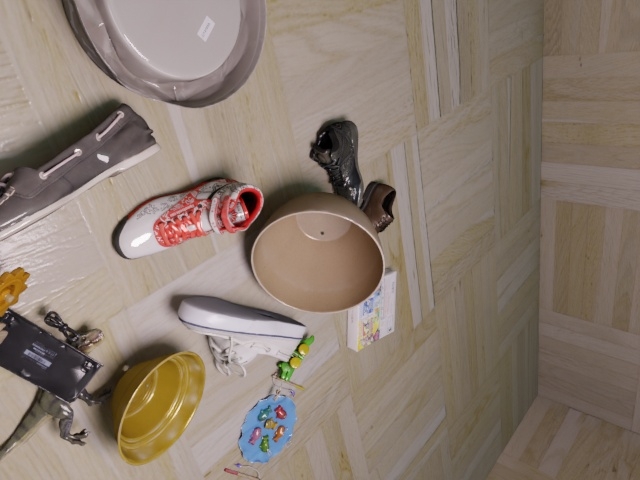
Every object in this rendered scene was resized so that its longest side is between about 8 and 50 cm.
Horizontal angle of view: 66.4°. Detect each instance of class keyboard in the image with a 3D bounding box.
[{"bbox_3d":[-0.439,0.171,0.782,0.180,0.023,0.108,42,76,-24],"label":"keyboard"}]

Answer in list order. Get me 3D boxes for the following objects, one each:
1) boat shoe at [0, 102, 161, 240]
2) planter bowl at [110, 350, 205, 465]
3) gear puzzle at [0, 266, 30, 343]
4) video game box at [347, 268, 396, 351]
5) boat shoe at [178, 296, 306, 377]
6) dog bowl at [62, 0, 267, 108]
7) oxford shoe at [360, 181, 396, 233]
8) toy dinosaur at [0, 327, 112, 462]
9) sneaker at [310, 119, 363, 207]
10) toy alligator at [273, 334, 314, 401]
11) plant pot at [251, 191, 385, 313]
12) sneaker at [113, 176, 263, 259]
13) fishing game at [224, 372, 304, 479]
[{"bbox_3d":[-0.398,-0.103,0.740,0.335,0.112,0.095,-44,112,-38],"label":"boat shoe"},{"bbox_3d":[-0.322,0.295,0.919,0.217,0.090,0.217,-47,146,-45],"label":"planter bowl"},{"bbox_3d":[-0.514,0.171,0.643,0.044,0.175,0.339,34,79,0],"label":"gear puzzle"},{"bbox_3d":[0.155,0.205,1.467,0.187,0.048,0.205,-16,112,-46],"label":"video game box"},{"bbox_3d":[-0.177,0.224,1.061,0.367,0.136,0.156,26,84,-58],"label":"boat shoe"},{"bbox_3d":[-0.252,-0.395,0.809,0.349,0.102,0.348,-17,113,-44],"label":"dog bowl"},{"bbox_3d":[0.149,-0.051,1.353,0.083,0.096,0.227,20,88,-50],"label":"oxford shoe"},{"bbox_3d":[-0.434,0.280,0.834,0.118,0.064,0.268,40,71,-30],"label":"toy dinosaur"},{"bbox_3d":[0.038,-0.174,1.205,0.130,0.087,0.227,-21,113,-41],"label":"sneaker"},{"bbox_3d":[-0.082,0.309,1.236,0.051,0.056,0.189,37,67,-4],"label":"toy alligator"},{"bbox_3d":[0.000,0.000,1.110,0.191,0.284,0.284,-83,157,-53],"label":"plant pot"},{"bbox_3d":[-0.231,-0.041,0.899,0.270,0.145,0.090,-34,124,-37],"label":"sneaker"},{"bbox_3d":[-0.125,0.485,1.246,0.189,0.041,0.264,45,68,-41],"label":"fishing game"}]
